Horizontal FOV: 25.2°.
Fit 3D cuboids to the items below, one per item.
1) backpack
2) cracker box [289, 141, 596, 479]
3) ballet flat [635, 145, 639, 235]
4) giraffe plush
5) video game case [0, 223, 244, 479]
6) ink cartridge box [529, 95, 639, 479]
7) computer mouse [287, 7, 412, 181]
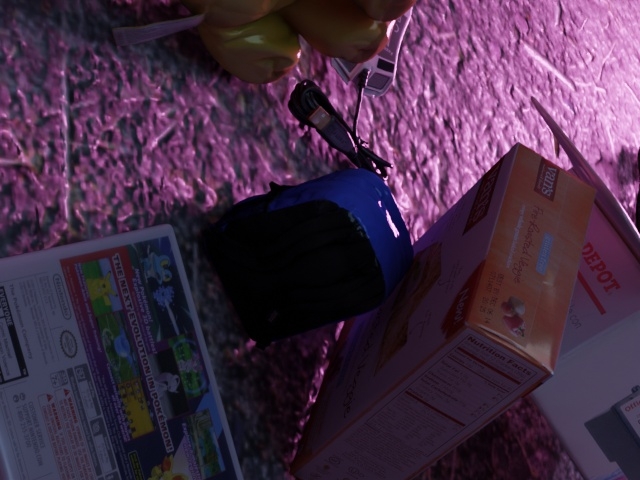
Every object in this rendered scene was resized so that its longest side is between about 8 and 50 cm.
[{"bbox_3d":[0.000,0.000,0.950,0.098,0.120,0.101,61,38,-16],"label":"backpack"},{"bbox_3d":[0.076,0.062,0.934,0.067,0.232,0.155,31,49,-11],"label":"cracker box"},{"bbox_3d":[0.363,-0.037,1.506,0.057,0.049,0.173,28,56,-44],"label":"ballet flat"},{"bbox_3d":[-0.048,-0.220,0.967,0.210,0.181,0.170,-5,67,-19],"label":"giraffe plush"},{"bbox_3d":[-0.125,0.100,0.831,0.183,0.023,0.201,-14,88,-54],"label":"video game case"},{"bbox_3d":[0.210,0.089,1.049,0.353,0.119,0.207,56,7,-28],"label":"ink cartridge box"},{"bbox_3d":[0.029,-0.147,1.114,0.106,0.042,0.193,34,57,-36],"label":"computer mouse"}]
